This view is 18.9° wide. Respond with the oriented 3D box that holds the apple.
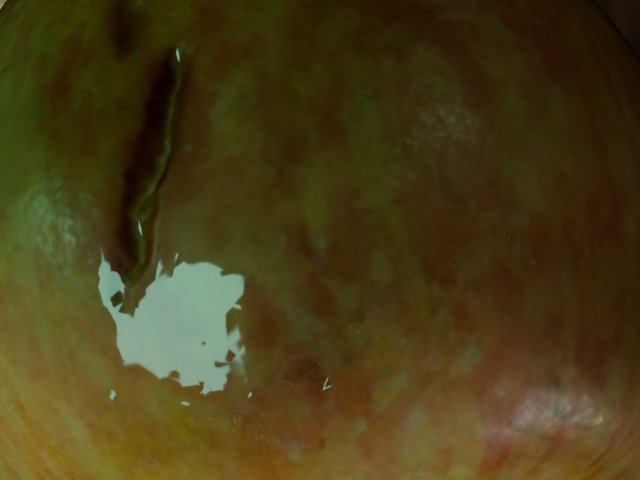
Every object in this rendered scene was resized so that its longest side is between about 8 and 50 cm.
[{"bbox_3d":[0.000,0.000,0.636,0.264,0.264,0.264,5,97,47],"label":"apple"}]
